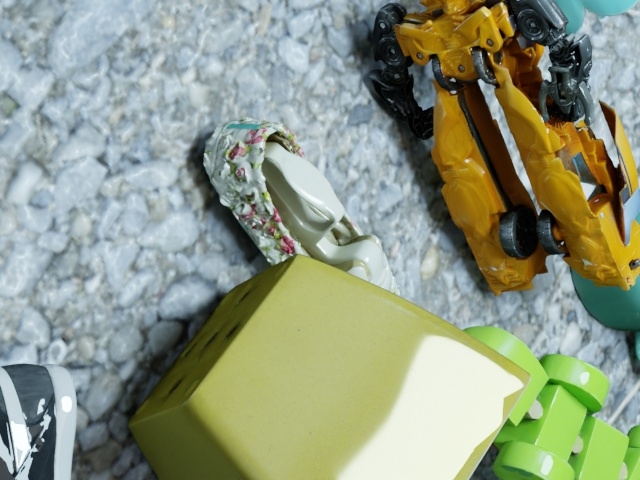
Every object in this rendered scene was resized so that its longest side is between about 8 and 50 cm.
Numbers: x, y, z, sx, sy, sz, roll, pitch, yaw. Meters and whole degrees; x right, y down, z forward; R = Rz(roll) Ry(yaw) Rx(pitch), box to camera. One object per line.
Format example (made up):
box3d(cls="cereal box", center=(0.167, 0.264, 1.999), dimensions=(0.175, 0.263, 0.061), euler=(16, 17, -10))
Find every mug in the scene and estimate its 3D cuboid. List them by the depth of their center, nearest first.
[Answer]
box3d(cls="mug", center=(0.317, 0.027, 1.408), dimensions=(0.158, 0.097, 0.129), euler=(50, 62, -20))

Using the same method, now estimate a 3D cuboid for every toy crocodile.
box3d(cls="toy crocodile", center=(0.231, 0.194, 1.345), dimensions=(0.340, 0.105, 0.115), euler=(39, 66, -30))

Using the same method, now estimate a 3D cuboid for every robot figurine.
box3d(cls="robot figurine", center=(0.158, -0.092, 1.261), dimensions=(0.085, 0.211, 0.291), euler=(-41, 116, -41))

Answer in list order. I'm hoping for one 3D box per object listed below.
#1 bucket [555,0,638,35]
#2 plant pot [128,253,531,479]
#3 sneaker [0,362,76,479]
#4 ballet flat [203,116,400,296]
box3d(cls="bucket", center=(0.224, -0.315, 1.283), dimensions=(0.183, 0.281, 0.281), euler=(51, 62, -16))
box3d(cls="plant pot", center=(-0.014, 0.133, 1.127), dimensions=(0.187, 0.212, 0.212), euler=(41, 65, -10))
box3d(cls="sneaker", center=(-0.234, 0.191, 1.046), dimensions=(0.121, 0.079, 0.217), euler=(5, 75, -30))
box3d(cls="ballet flat", center=(0.000, 0.000, 1.209), dimensions=(0.241, 0.077, 0.091), euler=(48, 52, -22))
